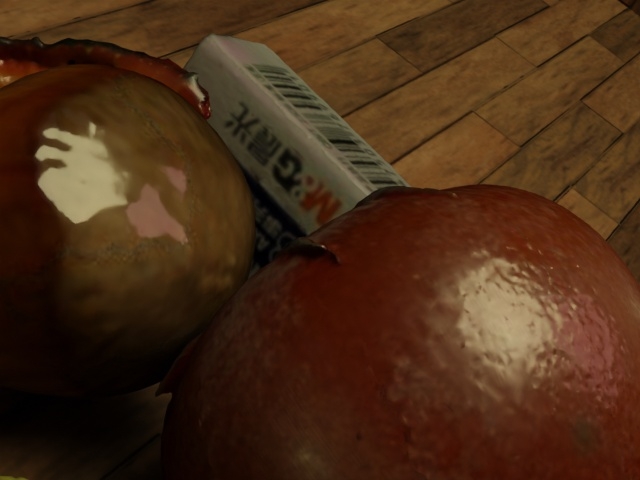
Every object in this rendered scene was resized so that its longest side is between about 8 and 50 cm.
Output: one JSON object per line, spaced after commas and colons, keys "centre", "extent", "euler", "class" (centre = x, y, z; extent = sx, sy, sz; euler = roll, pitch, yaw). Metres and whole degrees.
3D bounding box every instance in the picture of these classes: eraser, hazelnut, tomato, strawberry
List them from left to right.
{"centre": [-0.139, -0.005, 0.812], "extent": [0.214, 0.176, 0.214], "euler": [2, -1, 0], "class": "hazelnut"}
{"centre": [-0.146, -0.059, 0.984], "extent": [0.192, 0.085, 0.140], "euler": [-1, 61, 3], "class": "strawberry"}
{"centre": [0.000, 0.000, 1.012], "extent": [0.287, 0.130, 0.086], "euler": [45, 25, 23], "class": "eraser"}
{"centre": [0.057, 0.104, 0.762], "extent": [0.265, 0.265, 0.265], "euler": [26, 28, -15], "class": "tomato"}

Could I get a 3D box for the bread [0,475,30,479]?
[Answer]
{"centre": [-0.164, 0.140, 0.585], "extent": [0.361, 0.138, 0.077], "euler": [34, 25, -2], "class": "bread"}
